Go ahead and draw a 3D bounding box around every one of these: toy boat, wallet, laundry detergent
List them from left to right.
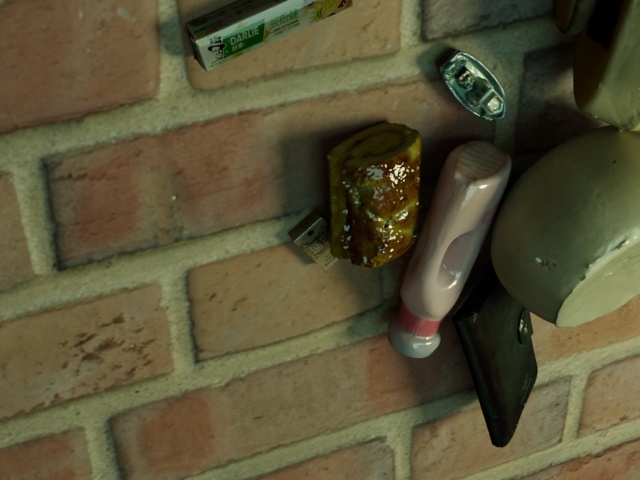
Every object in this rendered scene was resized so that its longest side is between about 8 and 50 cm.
[{"bbox_3d":[0.176,0.023,1.913,0.159,0.088,0.335,-38,151,-52],"label":"laundry detergent"},{"bbox_3d":[0.212,-0.202,1.798,0.059,0.066,0.140,-46,133,5],"label":"toy boat"},{"bbox_3d":[0.283,0.167,2.077,0.172,0.045,0.318,-54,143,-33],"label":"wallet"}]

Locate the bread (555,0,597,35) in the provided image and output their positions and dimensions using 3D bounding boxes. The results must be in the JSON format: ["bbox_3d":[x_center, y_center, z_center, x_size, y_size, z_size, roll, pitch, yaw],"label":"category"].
[{"bbox_3d":[0.354,-0.367,1.743,0.053,0.073,0.214,-1,123,-18],"label":"bread"}]

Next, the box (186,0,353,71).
[{"bbox_3d":[-0.060,-0.271,1.615,0.207,0.041,0.050,-25,135,-9],"label":"box"}]

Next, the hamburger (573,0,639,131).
[{"bbox_3d":[0.437,-0.284,1.757,0.151,0.227,0.295,8,123,-8],"label":"hamburger"}]

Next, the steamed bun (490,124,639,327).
[{"bbox_3d":[0.389,-0.032,1.905,0.324,0.206,0.324,-26,157,-12],"label":"steamed bun"}]

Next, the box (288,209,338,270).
[{"bbox_3d":[0.000,0.000,1.864,0.053,0.024,0.083,-42,134,6],"label":"box"}]

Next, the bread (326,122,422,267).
[{"bbox_3d":[0.077,-0.059,1.804,0.132,0.103,0.172,-32,136,-36],"label":"bread"}]
